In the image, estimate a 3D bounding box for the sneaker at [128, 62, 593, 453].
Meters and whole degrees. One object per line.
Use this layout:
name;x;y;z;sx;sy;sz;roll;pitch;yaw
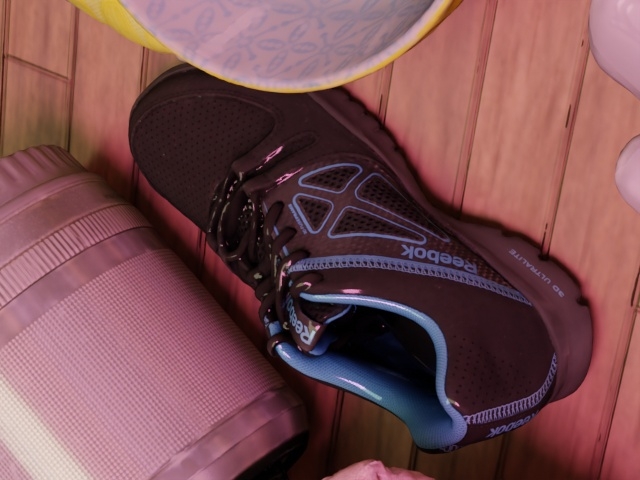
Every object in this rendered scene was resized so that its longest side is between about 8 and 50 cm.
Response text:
sneaker;0.000;0.000;1.102;0.340;0.139;0.125;33;127;23

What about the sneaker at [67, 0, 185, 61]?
sneaker;-0.198;-0.238;1.143;0.384;0.147;0.145;42;125;14

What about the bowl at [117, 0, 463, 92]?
bowl;0.005;-0.239;0.989;0.289;0.156;0.290;14;116;30

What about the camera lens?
camera lens;-0.159;0.102;1.206;0.274;0.219;0.219;49;129;10

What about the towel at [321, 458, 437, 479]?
towel;0.039;0.238;1.098;0.332;0.317;0.053;-36;44;40

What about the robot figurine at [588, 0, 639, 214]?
robot figurine;0.265;-0.102;0.828;0.353;0.200;0.300;37;101;18
